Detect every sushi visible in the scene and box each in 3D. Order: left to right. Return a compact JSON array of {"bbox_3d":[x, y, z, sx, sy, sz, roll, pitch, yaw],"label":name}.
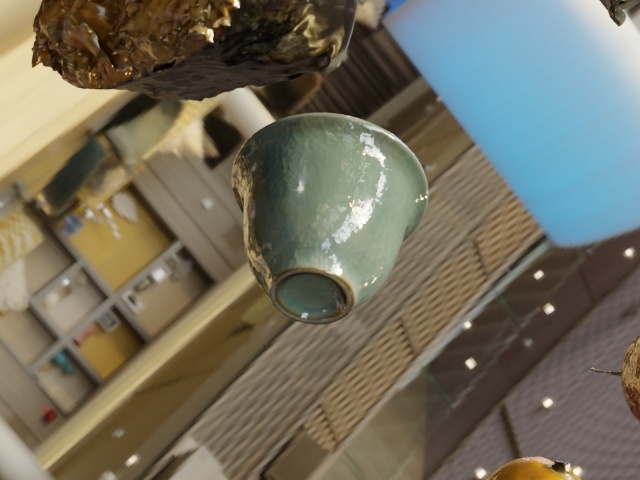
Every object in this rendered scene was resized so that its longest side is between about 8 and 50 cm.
[{"bbox_3d":[-0.129,-0.254,1.025,0.348,0.235,0.207,-11,173,43],"label":"sushi"}]

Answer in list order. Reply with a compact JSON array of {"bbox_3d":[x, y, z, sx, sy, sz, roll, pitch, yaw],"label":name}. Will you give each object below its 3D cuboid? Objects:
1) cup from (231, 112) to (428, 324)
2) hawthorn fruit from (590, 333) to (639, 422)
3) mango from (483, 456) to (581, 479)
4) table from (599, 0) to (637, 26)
[{"bbox_3d":[0.000,0.000,1.041,0.199,0.199,0.150,-33,-148,36],"label":"cup"},{"bbox_3d":[0.376,0.140,1.097,0.149,0.149,0.189,-41,169,-17],"label":"hawthorn fruit"},{"bbox_3d":[0.151,0.348,0.873,0.187,0.144,0.360,167,-66,-88],"label":"mango"},{"bbox_3d":[0.419,-0.477,1.250,0.335,0.272,0.222,-31,161,0],"label":"table"}]
